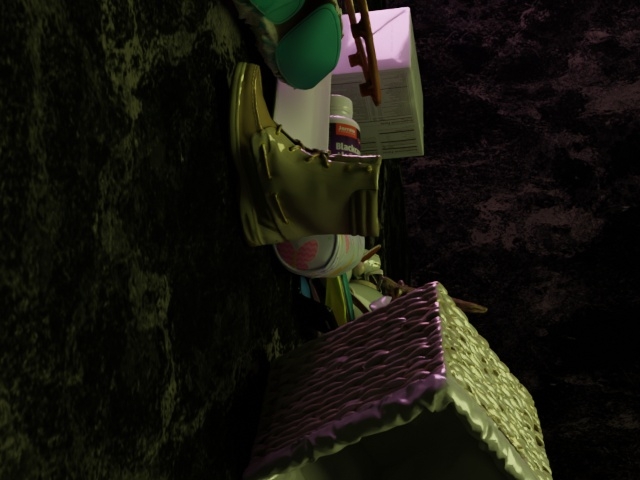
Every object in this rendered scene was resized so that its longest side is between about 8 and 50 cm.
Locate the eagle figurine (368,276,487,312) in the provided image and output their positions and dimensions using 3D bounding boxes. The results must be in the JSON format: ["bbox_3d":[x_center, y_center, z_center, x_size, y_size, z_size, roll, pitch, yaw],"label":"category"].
[{"bbox_3d":[0.125,0.221,1.771,0.225,0.226,0.298,14,92,-49],"label":"eagle figurine"}]

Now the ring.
[{"bbox_3d":[0.045,-0.375,1.590,0.336,0.032,0.337,-14,90,-89],"label":"ring"}]

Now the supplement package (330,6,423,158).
[{"bbox_3d":[0.116,-0.337,2.220,0.263,0.198,0.199,74,15,-49],"label":"supplement package"}]

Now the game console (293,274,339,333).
[{"bbox_3d":[-0.003,0.105,1.774,0.071,0.107,0.122,-58,154,-21],"label":"game console"}]

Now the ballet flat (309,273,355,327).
[{"bbox_3d":[0.016,0.051,1.865,0.077,0.077,0.231,-3,88,-79],"label":"ballet flat"}]

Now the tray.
[{"bbox_3d":[-0.037,-0.244,1.699,0.145,0.030,0.270,43,36,-38],"label":"tray"}]

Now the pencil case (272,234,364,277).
[{"bbox_3d":[0.000,0.000,1.692,0.124,0.113,0.273,59,8,6],"label":"pencil case"}]

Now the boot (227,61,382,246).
[{"bbox_3d":[-0.018,-0.120,1.379,0.095,0.203,0.262,-68,154,-69],"label":"boot"}]

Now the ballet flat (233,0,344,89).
[{"bbox_3d":[-0.060,-0.364,1.487,0.409,0.147,0.147,57,30,-71],"label":"ballet flat"}]

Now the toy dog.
[{"bbox_3d":[0.097,0.122,2.050,0.333,0.160,0.220,28,59,-78],"label":"toy dog"}]

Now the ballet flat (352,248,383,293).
[{"bbox_3d":[0.104,0.069,2.342,0.221,0.079,0.077,70,20,-56],"label":"ballet flat"}]

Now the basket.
[{"bbox_3d":[0.121,0.285,1.424,0.328,0.331,0.266,50,25,-26],"label":"basket"}]

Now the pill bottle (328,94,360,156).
[{"bbox_3d":[0.022,-0.169,1.894,0.108,0.108,0.194,57,31,-70],"label":"pill bottle"}]
